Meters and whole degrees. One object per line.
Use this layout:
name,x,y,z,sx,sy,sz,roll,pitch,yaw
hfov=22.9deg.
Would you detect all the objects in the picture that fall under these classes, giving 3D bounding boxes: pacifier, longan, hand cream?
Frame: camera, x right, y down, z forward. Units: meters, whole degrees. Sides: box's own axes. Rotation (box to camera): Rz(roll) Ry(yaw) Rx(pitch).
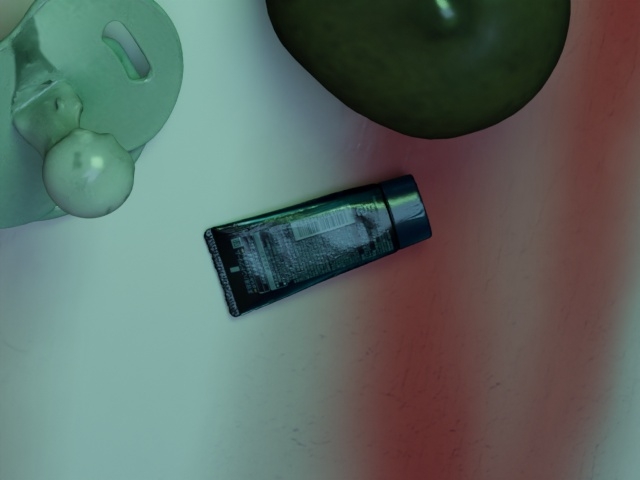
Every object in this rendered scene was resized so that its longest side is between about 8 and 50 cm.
pacifier,-0.279,-0.110,1.737,0.343,0.269,0.288,-36,136,0
longan,0.109,-0.288,1.758,0.361,0.361,0.361,-4,106,-15
hand cream,0.000,0.000,1.953,0.270,0.061,0.120,-19,108,-5
